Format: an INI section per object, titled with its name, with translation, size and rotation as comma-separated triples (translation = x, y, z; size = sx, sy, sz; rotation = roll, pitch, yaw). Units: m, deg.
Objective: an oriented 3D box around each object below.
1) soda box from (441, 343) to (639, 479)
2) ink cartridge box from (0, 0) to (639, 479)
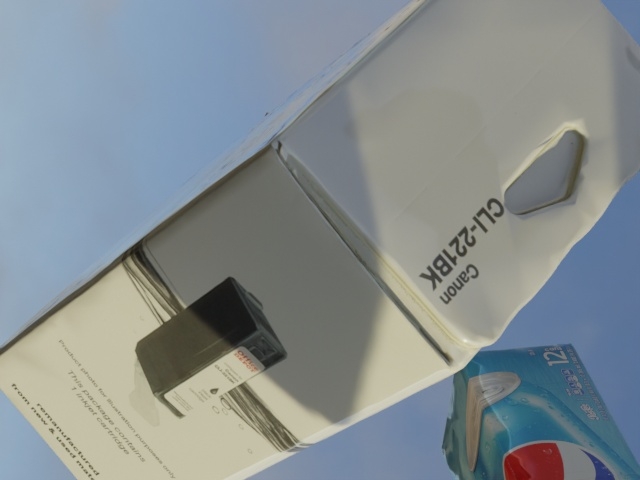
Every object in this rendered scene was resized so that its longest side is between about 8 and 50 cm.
[soda box]
translation = 0.122, 0.142, 0.908
size = 0.210, 0.067, 0.071
rotation = -113, -157, -52
[ink cartridge box]
translation = 0.000, 0.000, 0.824
size = 0.197, 0.114, 0.273
rotation = -45, -172, -39
